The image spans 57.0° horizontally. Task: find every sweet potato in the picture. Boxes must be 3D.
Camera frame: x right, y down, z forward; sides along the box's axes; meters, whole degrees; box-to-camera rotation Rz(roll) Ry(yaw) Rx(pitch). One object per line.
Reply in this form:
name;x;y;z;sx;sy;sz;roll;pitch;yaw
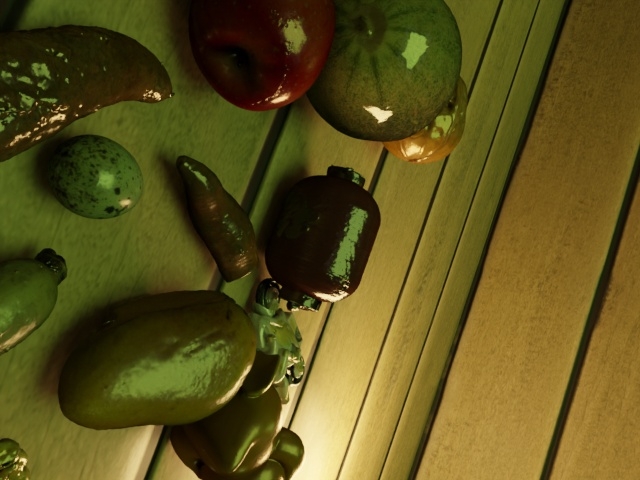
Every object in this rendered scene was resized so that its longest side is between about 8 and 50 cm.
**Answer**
sweet potato;-0.137;-0.032;0.809;0.077;0.077;0.244;-54;148;-33
sweet potato;-0.258;-0.127;0.514;0.341;0.092;0.114;-42;156;-44

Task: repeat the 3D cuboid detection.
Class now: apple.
apple;-0.067;-0.255;0.713;0.168;0.180;0.181;-53;147;-45

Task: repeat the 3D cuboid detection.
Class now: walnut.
walnut;0.216;-0.272;1.233;0.193;0.193;0.226;32;77;-62

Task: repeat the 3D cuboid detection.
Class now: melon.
melon;0.089;-0.275;0.896;0.329;0.248;0.249;4;102;-80

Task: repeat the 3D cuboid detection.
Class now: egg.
egg;-0.229;-0.064;0.611;0.110;0.085;0.085;14;93;-71

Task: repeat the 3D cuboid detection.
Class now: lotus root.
lotus root;-0.305;0.068;0.537;0.183;0.090;0.077;-42;112;-49

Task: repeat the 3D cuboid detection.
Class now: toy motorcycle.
toy motorcycle;-0.085;0.185;1.020;0.151;0.074;0.229;-51;135;-50

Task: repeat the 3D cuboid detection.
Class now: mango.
mango;-0.194;0.148;0.733;0.261;0.130;0.167;-2;84;-46

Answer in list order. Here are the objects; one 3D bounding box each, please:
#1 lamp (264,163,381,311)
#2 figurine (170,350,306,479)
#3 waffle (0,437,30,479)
lamp;0.000;0.000;1.002;0.180;0.180;0.258;34;76;-62
figurine;-0.128;0.291;0.889;0.215;0.215;0.228;-59;161;-27
waffle;-0.371;0.248;0.467;0.291;0.051;0.291;-38;161;-15
